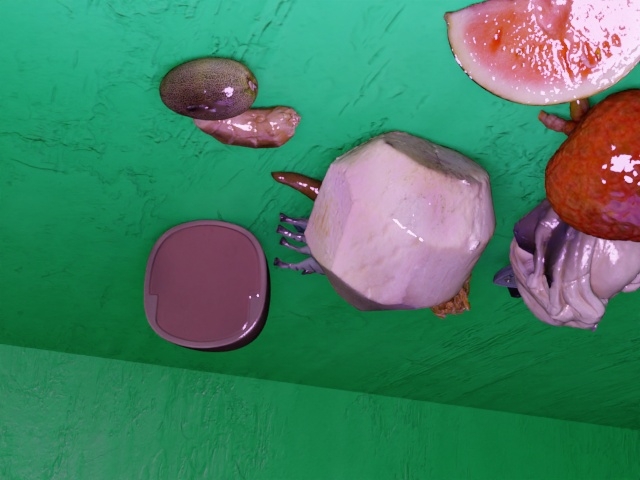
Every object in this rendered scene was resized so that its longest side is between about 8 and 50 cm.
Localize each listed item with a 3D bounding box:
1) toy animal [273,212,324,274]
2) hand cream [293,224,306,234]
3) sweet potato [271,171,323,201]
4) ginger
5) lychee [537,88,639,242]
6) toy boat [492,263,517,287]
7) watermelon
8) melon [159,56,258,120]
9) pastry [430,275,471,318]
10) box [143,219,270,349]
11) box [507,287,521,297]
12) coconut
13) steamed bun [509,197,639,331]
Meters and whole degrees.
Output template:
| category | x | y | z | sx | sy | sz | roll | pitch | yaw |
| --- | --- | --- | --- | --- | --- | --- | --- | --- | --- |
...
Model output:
| category | x | y | z | sx | sy | sz | roll | pitch | yaw |
| --- | --- | --- | --- | --- | --- | --- | --- | --- | --- |
| toy animal | -0.015 | -0.008 | 1.939 | 0.170 | 0.090 | 0.255 | 24 | 145 | -10 |
| hand cream | 0.097 | -0.013 | 2.007 | 0.312 | 0.070 | 0.111 | 6 | 161 | 14 |
| sweet potato | 0.021 | -0.091 | 1.795 | 0.249 | 0.069 | 0.059 | 14 | 116 | -24 |
| ginger | -0.127 | -0.198 | 1.545 | 0.190 | 0.069 | 0.095 | 4 | 136 | 2 |
| lychee | 0.475 | -0.123 | 1.447 | 0.255 | 0.300 | 0.255 | -25 | 156 | -12 |
| toy boat | 0.552 | 0.077 | 2.094 | 0.320 | 0.092 | 0.141 | -7 | 154 | 27 |
| watermelon | 0.343 | -0.279 | 1.264 | 0.303 | 0.159 | 0.128 | -8 | -166 | 29 |
| melon | -0.176 | -0.236 | 1.417 | 0.162 | 0.099 | 0.099 | 1 | 159 | 21 |
| pastry | 0.297 | 0.100 | 2.111 | 0.102 | 0.154 | 0.250 | 2 | 161 | 7 |
| box | -0.241 | 0.121 | 2.075 | 0.301 | 0.301 | 0.216 | 1 | 163 | 6 |
| box | 0.531 | 0.112 | 2.275 | 0.126 | 0.027 | 0.125 | -5 | 157 | 19 |
| coconut | 0.141 | -0.021 | 1.641 | 0.353 | 0.352 | 0.352 | 3 | 158 | 1 |
| steamed bun | 0.494 | 0.019 | 1.764 | 0.206 | 0.275 | 0.320 | 29 | 113 | -26 |
